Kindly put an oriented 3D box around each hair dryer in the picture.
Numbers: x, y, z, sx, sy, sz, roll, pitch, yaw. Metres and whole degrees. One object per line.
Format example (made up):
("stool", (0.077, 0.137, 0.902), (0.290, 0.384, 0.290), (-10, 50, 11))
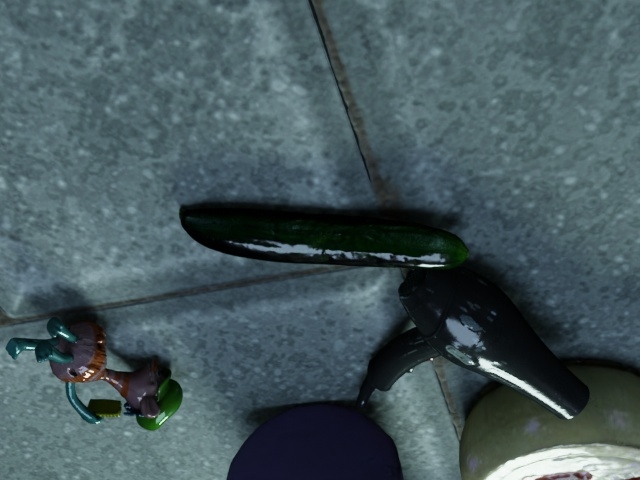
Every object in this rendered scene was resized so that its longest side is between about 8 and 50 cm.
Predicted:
("hair dryer", (0.132, 0.139, 0.931), (0.236, 0.091, 0.272), (38, 141, -14))

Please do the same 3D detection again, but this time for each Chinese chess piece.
("Chinese chess piece", (0.301, 0.259, 1.005), (0.270, 0.112, 0.270), (3, 135, 3))

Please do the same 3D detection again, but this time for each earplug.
("earplug", (0.039, 0.423, 1.132), (0.215, 0.215, 0.455), (-7, 137, 12))

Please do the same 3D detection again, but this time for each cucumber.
("cucumber", (0.000, 0.000, 0.818), (0.285, 0.056, 0.056), (6, 134, 6))

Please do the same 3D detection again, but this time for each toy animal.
("toy animal", (-0.255, 0.155, 0.958), (0.103, 0.100, 0.208), (-51, 135, -3))
